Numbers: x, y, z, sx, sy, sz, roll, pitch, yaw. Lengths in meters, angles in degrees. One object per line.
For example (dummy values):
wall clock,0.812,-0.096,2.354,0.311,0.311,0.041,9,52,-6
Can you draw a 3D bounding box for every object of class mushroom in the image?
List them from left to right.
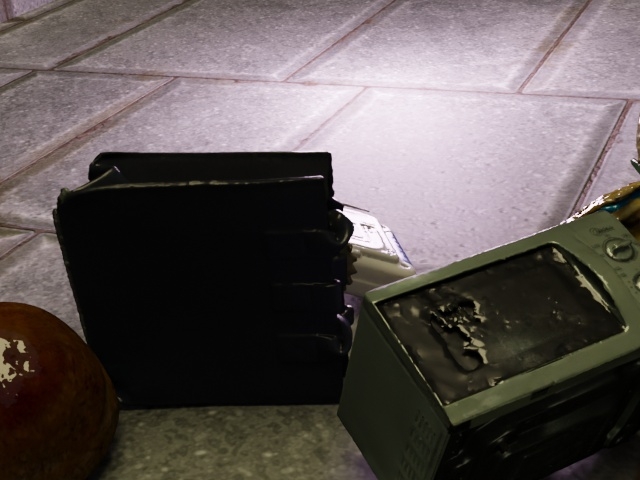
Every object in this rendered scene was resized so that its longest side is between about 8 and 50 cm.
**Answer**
mushroom,-0.369,0.180,1.114,0.283,0.195,0.263,-15,56,-5

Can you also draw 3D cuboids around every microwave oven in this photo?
microwave oven,0.196,0.134,1.041,0.295,0.237,0.181,-18,52,-23

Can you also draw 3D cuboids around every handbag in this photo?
handbag,-0.115,0.045,1.214,0.329,0.303,0.122,-1,29,9

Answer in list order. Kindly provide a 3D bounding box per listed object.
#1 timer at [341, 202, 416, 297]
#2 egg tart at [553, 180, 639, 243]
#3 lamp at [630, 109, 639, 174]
timer,0.000,0.000,1.438,0.253,0.078,0.178,15,20,-19
egg tart,0.359,0.033,1.246,0.291,0.291,0.107,-18,63,-23
lamp,0.612,-0.141,1.557,0.284,0.250,0.250,39,34,-1
